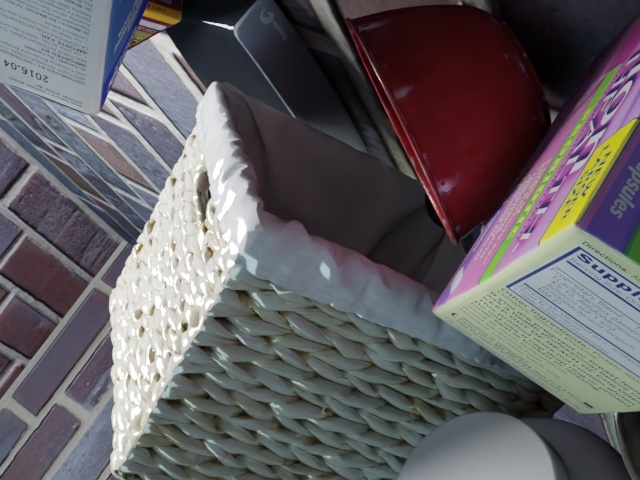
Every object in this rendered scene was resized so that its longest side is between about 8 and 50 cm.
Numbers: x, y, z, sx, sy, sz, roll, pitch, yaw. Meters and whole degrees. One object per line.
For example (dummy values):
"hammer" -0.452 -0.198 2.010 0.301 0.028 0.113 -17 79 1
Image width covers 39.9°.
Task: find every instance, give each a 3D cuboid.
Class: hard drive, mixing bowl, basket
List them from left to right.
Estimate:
"hard drive" -0.063 -0.169 0.934 0.172 0.054 0.255 25 163 37
"basket" -0.005 0.072 0.810 0.331 0.266 0.328 25 -161 -24
"mixing bowl" 0.100 -0.098 0.629 0.181 0.098 0.181 62 -174 -11

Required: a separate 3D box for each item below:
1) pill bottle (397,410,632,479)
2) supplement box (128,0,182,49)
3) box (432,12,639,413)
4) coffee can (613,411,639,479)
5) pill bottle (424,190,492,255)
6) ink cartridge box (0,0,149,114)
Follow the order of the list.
"pill bottle" 0.193 0.254 0.674 0.181 0.181 0.323 19 162 50
"supplement box" -0.223 -0.240 0.865 0.104 0.081 0.188 11 169 -37
"box" 0.185 -0.032 0.462 0.117 0.213 0.243 34 167 1
"coffee can" 0.338 0.142 0.616 0.201 0.201 0.275 25 174 37
"pill bottle" 0.189 -0.011 0.698 0.219 0.123 0.123 35 170 45
"ink cartridge box" -0.242 -0.247 0.584 0.270 0.151 0.395 21 152 -9
